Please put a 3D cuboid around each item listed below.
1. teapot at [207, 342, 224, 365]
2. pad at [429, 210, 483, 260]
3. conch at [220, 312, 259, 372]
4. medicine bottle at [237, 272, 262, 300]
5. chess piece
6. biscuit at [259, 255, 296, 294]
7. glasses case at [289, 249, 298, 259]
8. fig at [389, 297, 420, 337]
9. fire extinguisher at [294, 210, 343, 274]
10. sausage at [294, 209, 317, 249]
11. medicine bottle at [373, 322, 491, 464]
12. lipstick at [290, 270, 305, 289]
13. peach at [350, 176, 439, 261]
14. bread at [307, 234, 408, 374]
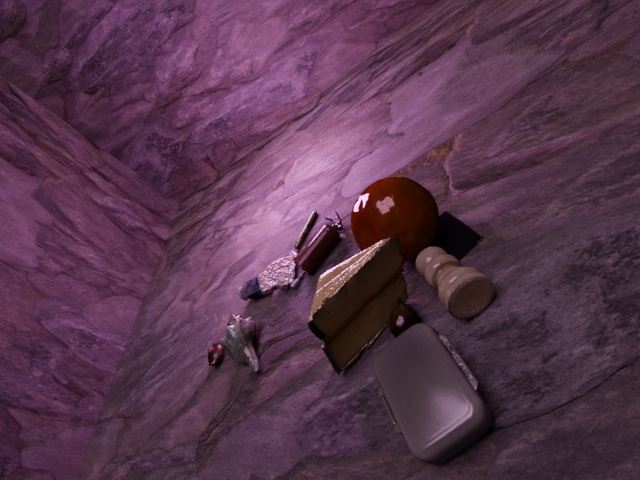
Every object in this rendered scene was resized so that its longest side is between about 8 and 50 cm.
[{"bbox_3d":[-0.553,0.593,2.099,0.098,0.078,0.129,-30,39,27],"label":"teapot"},{"bbox_3d":[0.493,-0.009,1.561,0.163,0.004,0.243,-45,34,7],"label":"pad"},{"bbox_3d":[-0.397,0.489,1.954,0.203,0.169,0.386,-63,25,26],"label":"conch"},{"bbox_3d":[-0.352,0.253,2.176,0.191,0.107,0.107,-28,39,29],"label":"medicine bottle"},{"bbox_3d":[0.433,0.116,1.383,0.167,0.167,0.300,-44,30,7],"label":"chess piece"},{"bbox_3d":[-0.209,0.181,2.084,0.188,0.040,0.265,28,60,30],"label":"biscuit"},{"bbox_3d":[-0.146,0.078,2.189,0.032,0.021,0.083,-49,34,-3],"label":"glasses case"},{"bbox_3d":[0.290,0.272,1.431,0.109,0.103,0.155,-18,48,5],"label":"fig"},{"bbox_3d":[0.000,0.000,2.016,0.337,0.106,0.147,-51,46,-4],"label":"fire extinguisher"},{"bbox_3d":[-0.081,-0.060,2.239,0.032,0.033,0.269,4,60,50],"label":"sausage"},{"bbox_3d":[0.318,0.443,1.212,0.282,0.123,0.375,-41,35,11],"label":"medicine bottle"},{"bbox_3d":[-0.108,0.196,2.028,0.025,0.025,0.107,14,63,53],"label":"lipstick"},{"bbox_3d":[0.287,-0.072,1.573,0.342,0.343,0.302,-17,32,39],"label":"peach"},{"bbox_3d":[0.159,0.239,1.434,0.404,0.346,0.242,-24,33,22],"label":"bread"}]
